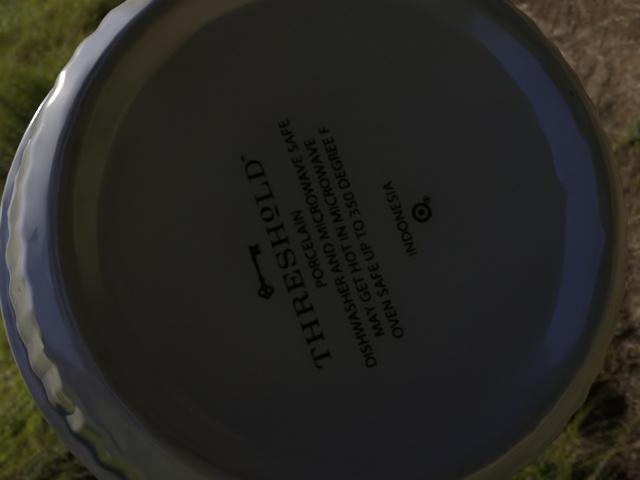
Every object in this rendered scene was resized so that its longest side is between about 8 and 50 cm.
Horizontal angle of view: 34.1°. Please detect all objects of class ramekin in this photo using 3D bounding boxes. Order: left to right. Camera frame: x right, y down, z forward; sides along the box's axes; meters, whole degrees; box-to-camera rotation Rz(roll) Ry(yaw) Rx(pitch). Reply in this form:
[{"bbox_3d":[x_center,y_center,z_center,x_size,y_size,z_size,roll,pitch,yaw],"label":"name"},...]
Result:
[{"bbox_3d":[0.000,0.000,0.436,0.127,0.272,0.273,141,136,-77],"label":"ramekin"}]
